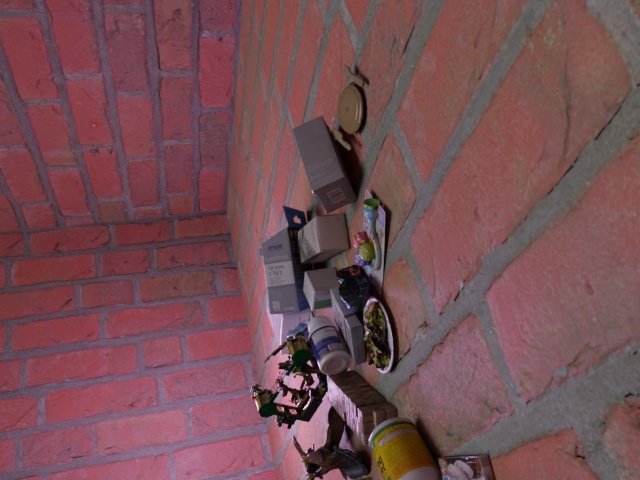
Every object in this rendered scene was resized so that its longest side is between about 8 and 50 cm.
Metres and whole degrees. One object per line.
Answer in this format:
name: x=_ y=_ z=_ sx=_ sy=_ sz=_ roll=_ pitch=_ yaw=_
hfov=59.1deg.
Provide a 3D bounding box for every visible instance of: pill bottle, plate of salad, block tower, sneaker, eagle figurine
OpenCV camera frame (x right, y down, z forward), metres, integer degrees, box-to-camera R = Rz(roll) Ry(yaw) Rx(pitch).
pill bottle: x=0.193 y=0.499 z=1.225 sx=0.208 sy=0.118 sz=0.117 roll=-120 pitch=29 yaw=-54
plate of salad: x=0.138 y=0.243 z=1.447 sx=0.200 sy=0.048 sz=0.199 roll=174 pitch=90 yaw=-73
pill bottle: x=0.018 y=0.305 z=1.671 sx=0.169 sy=0.094 sz=0.094 roll=-116 pitch=26 yaw=-48
block tower: x=0.105 y=0.452 z=1.564 sx=0.335 sy=0.091 sz=0.097 roll=-167 pitch=72 yaw=-73
sneaker: x=0.096 y=0.135 z=1.489 sx=0.221 sy=0.083 sz=0.087 roll=-90 pitch=-23 yaw=-72
eagle figurine: x=0.039 y=0.662 z=1.785 sx=0.226 sy=0.225 sz=0.298 roll=42 pitch=118 yaw=5

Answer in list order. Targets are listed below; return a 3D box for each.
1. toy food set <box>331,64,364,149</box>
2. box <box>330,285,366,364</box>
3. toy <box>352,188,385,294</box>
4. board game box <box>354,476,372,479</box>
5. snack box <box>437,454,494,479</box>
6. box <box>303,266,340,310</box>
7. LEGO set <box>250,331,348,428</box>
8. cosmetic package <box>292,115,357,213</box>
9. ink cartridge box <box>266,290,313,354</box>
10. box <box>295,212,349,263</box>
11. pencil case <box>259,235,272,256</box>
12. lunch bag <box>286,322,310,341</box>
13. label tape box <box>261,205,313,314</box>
toy food set: x=0.083 y=-0.338 z=1.452 sx=0.132 sy=0.039 sz=0.191 roll=-126 pitch=38 yaw=-46
box: x=0.078 y=0.242 z=1.628 sx=0.186 sy=0.038 sz=0.145 roll=-117 pitch=15 yaw=-53
toy: x=0.114 y=0.006 z=1.422 sx=0.137 sy=0.056 sz=0.237 roll=-119 pitch=27 yaw=-56
board game box: x=0.126 y=0.747 z=1.539 sx=0.259 sy=0.124 sz=0.039 roll=-138 pitch=45 yaw=-67
snack box: x=0.278 y=0.447 z=1.084 sx=0.178 sy=0.022 sz=0.064 roll=122 pitch=138 yaw=-65
box: x=0.009 y=0.150 z=1.758 sx=0.102 sy=0.101 sz=0.087 roll=-118 pitch=27 yaw=-48
LEGO set: x=-0.078 y=0.419 z=1.830 sx=0.331 sy=0.255 sz=0.192 roll=-66 pitch=27 yaw=20
cosmetic package: x=0.010 y=-0.210 z=1.550 sx=0.127 sy=0.107 sz=0.237 roll=54 pitch=-167 yaw=-53
ink cartridge box: x=-0.123 y=0.303 z=2.240 sx=0.353 sy=0.119 sz=0.207 roll=-119 pitch=28 yaw=-54
box: x=0.000 y=0.000 z=1.745 sx=0.275 sy=0.094 sz=0.113 roll=141 pitch=122 yaw=-72
pencil case: x=-0.147 y=0.070 z=2.135 sx=0.206 sy=0.087 sz=0.088 roll=48 pitch=-148 yaw=-45
lunch bag: x=-0.034 y=0.372 z=2.012 sx=0.151 sy=0.096 sz=0.129 roll=54 pitch=164 yaw=-4
label tape box: x=-0.110 y=0.069 z=1.942 sx=0.249 sy=0.115 sz=0.347 roll=7 pitch=-107 yaw=-76
